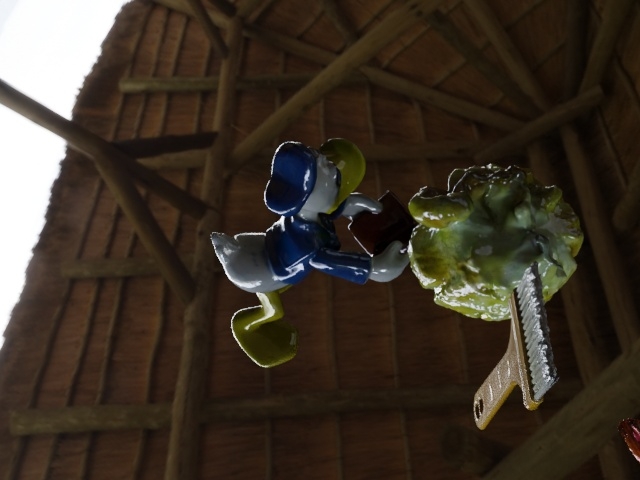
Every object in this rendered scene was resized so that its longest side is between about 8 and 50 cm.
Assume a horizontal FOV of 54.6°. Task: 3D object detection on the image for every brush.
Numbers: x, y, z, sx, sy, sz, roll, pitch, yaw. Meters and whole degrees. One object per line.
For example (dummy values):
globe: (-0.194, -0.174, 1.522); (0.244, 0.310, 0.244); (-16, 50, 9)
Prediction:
brush: (0.175, 0.128, 0.588); (0.272, 0.013, 0.103); (88, 4, -58)

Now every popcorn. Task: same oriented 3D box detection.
popcorn: (0.188, -0.005, 0.707); (0.198, 0.212, 0.198); (-31, -148, 23)

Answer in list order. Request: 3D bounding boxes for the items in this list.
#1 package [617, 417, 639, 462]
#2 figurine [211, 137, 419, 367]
package: (0.506, 0.333, 0.745); (0.108, 0.288, 0.223); (120, -25, -54)
figurine: (0.000, 0.000, 0.800); (0.283, 0.338, 0.205); (-6, -121, -1)
